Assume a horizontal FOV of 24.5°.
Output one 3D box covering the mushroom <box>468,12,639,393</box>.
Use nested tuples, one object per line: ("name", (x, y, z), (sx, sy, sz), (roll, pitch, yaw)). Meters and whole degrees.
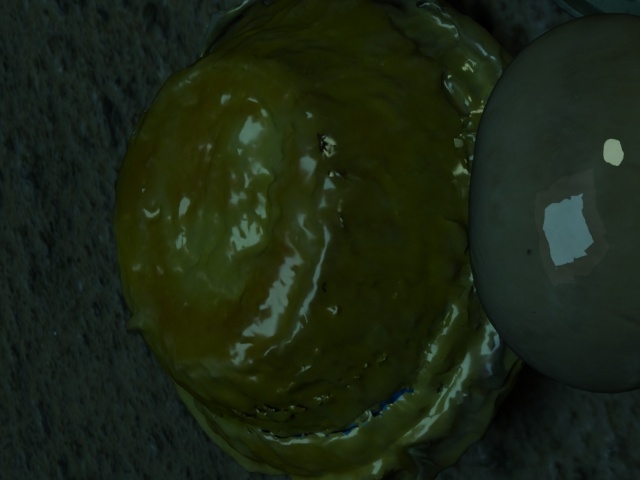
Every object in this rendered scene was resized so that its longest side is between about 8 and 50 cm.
("mushroom", (0.178, -0.019, 0.795), (0.204, 0.204, 0.204), (19, 116, 46))

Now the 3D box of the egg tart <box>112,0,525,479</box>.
("egg tart", (-0.017, -0.008, 1.005), (0.388, 0.169, 0.388), (-1, 88, 43))

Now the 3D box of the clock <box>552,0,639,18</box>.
("clock", (0.186, -0.217, 0.817), (0.215, 0.042, 0.215), (19, 115, 46))
